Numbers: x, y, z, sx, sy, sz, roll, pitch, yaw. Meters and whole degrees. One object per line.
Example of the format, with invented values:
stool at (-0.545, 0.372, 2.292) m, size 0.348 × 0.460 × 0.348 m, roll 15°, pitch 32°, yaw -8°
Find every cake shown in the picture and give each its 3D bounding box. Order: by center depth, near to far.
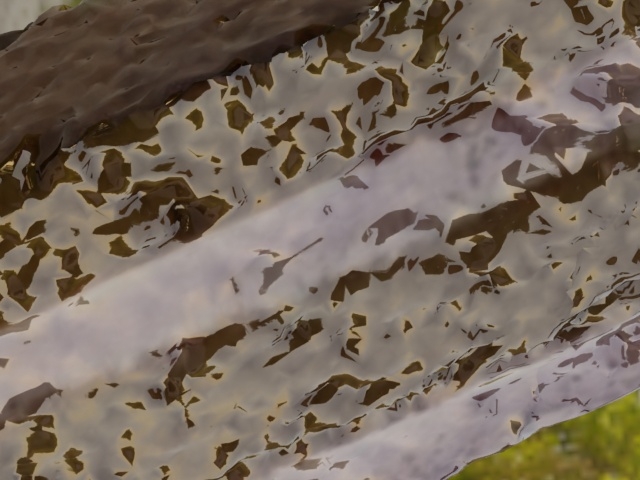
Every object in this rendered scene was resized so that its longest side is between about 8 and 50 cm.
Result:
cake at (0.000, 0.000, 0.352) m, size 0.113 × 0.295 × 0.116 m, roll 38°, pitch -22°, yaw 59°
